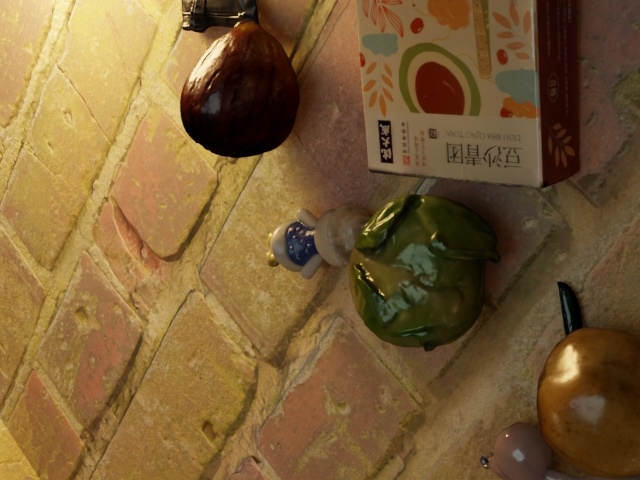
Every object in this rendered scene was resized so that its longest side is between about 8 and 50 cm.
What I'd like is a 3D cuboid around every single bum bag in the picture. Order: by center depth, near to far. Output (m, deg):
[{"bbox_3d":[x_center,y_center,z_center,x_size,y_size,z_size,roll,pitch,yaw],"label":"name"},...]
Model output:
[{"bbox_3d":[-0.203,-0.476,2.136,0.248,0.060,0.123,11,109,43],"label":"bum bag"}]

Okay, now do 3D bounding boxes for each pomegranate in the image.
[{"bbox_3d":[0.432,0.248,1.627,0.233,0.233,0.233,13,109,40],"label":"pomegranate"}]

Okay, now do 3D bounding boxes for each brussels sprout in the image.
[{"bbox_3d":[0.168,0.054,1.821,0.294,0.227,0.259,5,90,50],"label":"brussels sprout"}]

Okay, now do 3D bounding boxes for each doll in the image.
[{"bbox_3d":[0.418,0.398,1.763,0.365,0.094,0.160,8,113,42],"label":"doll"},{"bbox_3d":[0.000,0.000,2.042,0.293,0.119,0.138,-13,76,49],"label":"doll"}]

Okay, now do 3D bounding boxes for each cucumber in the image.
[{"bbox_3d":[0.414,0.156,1.742,0.033,0.036,0.184,-10,95,37],"label":"cucumber"}]

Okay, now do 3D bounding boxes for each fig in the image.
[{"bbox_3d":[-0.153,-0.275,2.033,0.224,0.224,0.263,36,120,31],"label":"fig"}]

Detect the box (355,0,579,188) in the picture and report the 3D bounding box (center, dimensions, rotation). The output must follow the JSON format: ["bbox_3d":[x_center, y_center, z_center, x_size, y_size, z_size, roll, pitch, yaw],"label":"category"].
[{"bbox_3d":[0.230,-0.295,1.721,0.345,0.122,0.385,9,111,41],"label":"box"}]
